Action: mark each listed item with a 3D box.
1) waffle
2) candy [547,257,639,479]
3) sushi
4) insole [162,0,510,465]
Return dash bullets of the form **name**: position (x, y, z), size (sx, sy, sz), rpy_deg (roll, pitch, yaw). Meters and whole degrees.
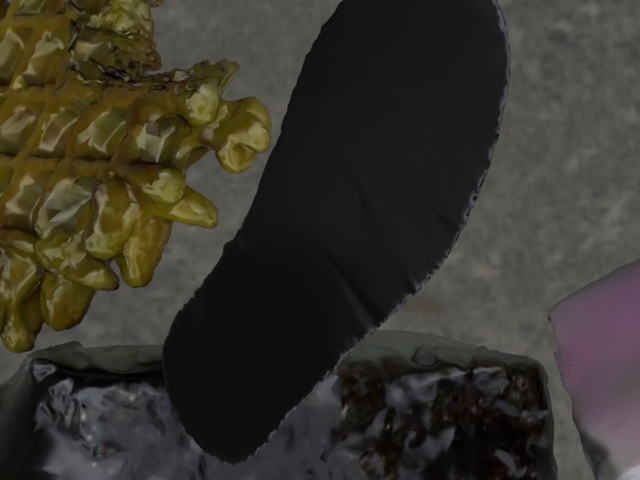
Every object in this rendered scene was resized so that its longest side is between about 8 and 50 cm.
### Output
- **waffle**: position (-0.136, -0.086, 0.943), size (0.260, 0.293, 0.069), rpy_deg (-36, 131, 28)
- **candy**: position (0.250, 0.048, 0.830), size (0.265, 0.155, 0.116), rpy_deg (-29, 123, 9)
- **sushi**: position (-0.021, 0.136, 0.931), size (0.343, 0.182, 0.196), rpy_deg (3, -177, -25)
- **insole**: position (0.000, 0.000, 0.572), size (0.003, 0.080, 0.232), rpy_deg (-20, 153, -42)
